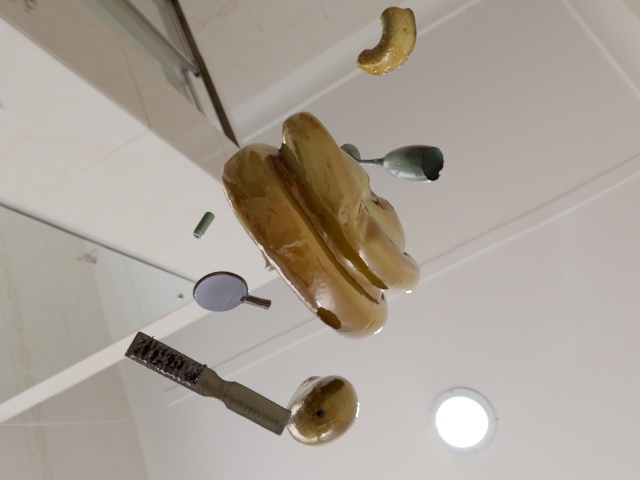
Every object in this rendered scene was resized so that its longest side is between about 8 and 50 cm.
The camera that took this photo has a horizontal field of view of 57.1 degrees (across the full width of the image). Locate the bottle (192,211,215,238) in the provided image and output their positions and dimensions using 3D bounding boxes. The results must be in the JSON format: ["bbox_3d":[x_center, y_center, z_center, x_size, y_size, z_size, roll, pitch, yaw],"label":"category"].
[{"bbox_3d":[-0.312,-0.040,1.571,0.030,0.030,0.083,6,-133,21],"label":"bottle"}]

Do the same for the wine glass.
[{"bbox_3d":[0.132,-0.133,1.502,0.309,0.096,0.264,12,-115,49],"label":"wine glass"}]

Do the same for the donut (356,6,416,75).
[{"bbox_3d":[0.078,-0.247,0.735,0.083,0.038,0.067,-13,-95,42],"label":"donut"}]

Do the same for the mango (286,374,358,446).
[{"bbox_3d":[-0.003,0.293,1.037,0.136,0.227,0.099,-45,-84,-10],"label":"mango"}]

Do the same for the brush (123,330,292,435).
[{"bbox_3d":[-0.150,0.200,0.813,0.248,0.036,0.043,31,-110,-10],"label":"brush"}]

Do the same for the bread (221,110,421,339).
[{"bbox_3d":[0.005,-0.017,1.082,0.245,0.424,0.329,-44,-152,-7],"label":"bread"}]

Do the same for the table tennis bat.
[{"bbox_3d":[-0.166,0.143,1.163,0.107,0.170,0.119,-55,-147,27],"label":"table tennis bat"}]
